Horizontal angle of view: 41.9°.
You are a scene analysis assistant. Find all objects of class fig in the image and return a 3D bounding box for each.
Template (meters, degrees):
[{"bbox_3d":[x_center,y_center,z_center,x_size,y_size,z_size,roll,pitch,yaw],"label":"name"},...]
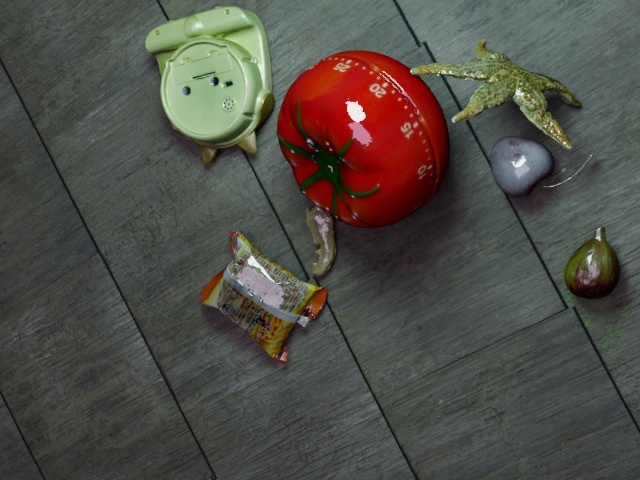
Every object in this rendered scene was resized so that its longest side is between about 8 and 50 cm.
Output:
[{"bbox_3d":[0.569,0.046,1.747,0.109,0.103,0.154,-1,104,-2],"label":"fig"}]

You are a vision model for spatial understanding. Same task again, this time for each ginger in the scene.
[{"bbox_3d":[0.003,0.001,1.977,0.070,0.051,0.173,-2,93,24],"label":"ginger"}]

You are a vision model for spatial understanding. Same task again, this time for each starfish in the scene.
[{"bbox_3d":[0.373,-0.299,1.669,0.347,0.358,0.078,36,131,8],"label":"starfish"}]

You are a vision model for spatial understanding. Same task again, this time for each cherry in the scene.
[{"bbox_3d":[0.448,-0.180,1.775,0.188,0.115,0.148,-44,41,11],"label":"cherry"}]

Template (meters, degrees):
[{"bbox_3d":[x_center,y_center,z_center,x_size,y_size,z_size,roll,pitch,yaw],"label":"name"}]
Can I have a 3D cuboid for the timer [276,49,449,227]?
[{"bbox_3d":[0.092,-0.214,1.765,0.378,0.279,0.377,36,149,26],"label":"timer"}]

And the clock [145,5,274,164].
[{"bbox_3d":[-0.255,-0.365,2.000,0.286,0.117,0.348,-10,92,21],"label":"clock"}]

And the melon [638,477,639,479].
[{"bbox_3d":[0.691,0.580,1.777,0.118,0.064,0.209,42,110,11],"label":"melon"}]

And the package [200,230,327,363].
[{"bbox_3d":[-0.152,0.139,2.018,0.288,0.108,0.223,34,107,11],"label":"package"}]
